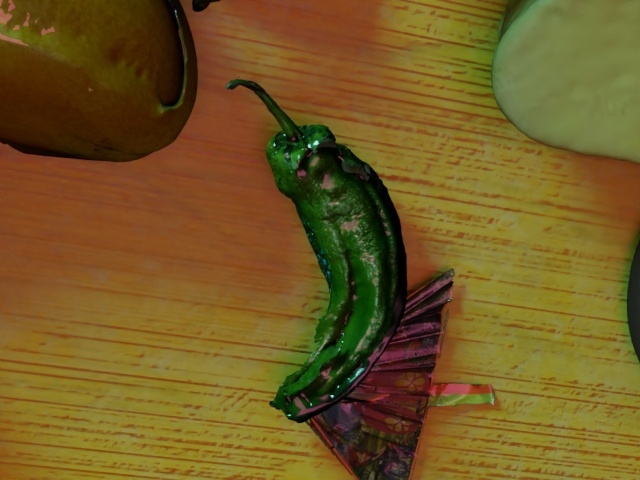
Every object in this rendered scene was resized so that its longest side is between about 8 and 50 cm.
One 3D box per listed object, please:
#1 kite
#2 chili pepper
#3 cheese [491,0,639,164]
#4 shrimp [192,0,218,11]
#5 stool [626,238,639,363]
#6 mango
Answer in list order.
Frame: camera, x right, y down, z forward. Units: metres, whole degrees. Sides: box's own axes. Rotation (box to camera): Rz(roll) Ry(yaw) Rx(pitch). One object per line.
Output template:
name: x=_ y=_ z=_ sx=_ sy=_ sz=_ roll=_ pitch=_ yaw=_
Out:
kite: x=0.057 y=0.135 z=0.858 sx=0.184 sy=0.014 sz=0.241 roll=2 pitch=106 yaw=-13
chili pepper: x=0.000 y=0.000 z=0.775 sx=0.122 sy=0.065 sz=0.278 roll=-21 pitch=113 yaw=-27
cheese: x=0.284 y=-0.164 z=0.692 sx=0.384 sy=0.104 sz=0.383 roll=6 pitch=124 yaw=9
shrimp: x=-0.092 y=-0.220 z=0.617 sx=0.148 sy=0.035 sz=0.195 roll=11 pitch=146 yaw=-19
stool: x=0.399 y=0.060 z=0.805 sx=0.272 sy=0.178 sz=0.272 roll=-3 pitch=106 yaw=-9
mango: x=-0.185 y=-0.145 z=0.672 sx=0.166 sy=0.136 sz=0.236 roll=-47 pitch=113 yaw=3
